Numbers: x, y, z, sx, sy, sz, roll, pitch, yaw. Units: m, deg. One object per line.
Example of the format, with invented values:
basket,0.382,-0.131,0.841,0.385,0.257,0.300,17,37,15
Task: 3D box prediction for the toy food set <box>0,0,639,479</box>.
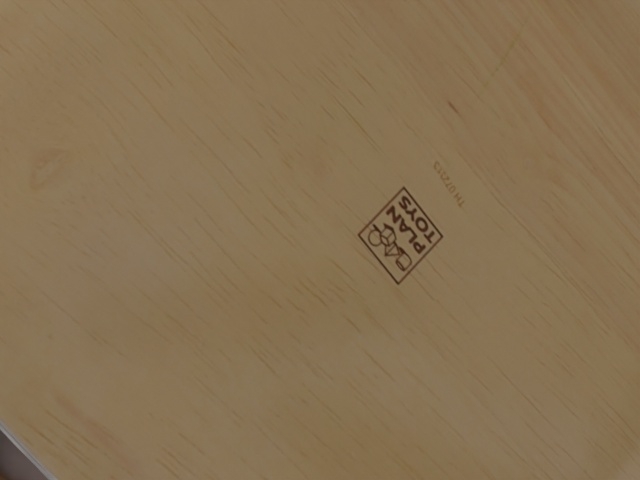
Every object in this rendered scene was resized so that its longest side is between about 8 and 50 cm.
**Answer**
toy food set,0.000,0.000,0.452,0.220,0.092,0.306,-46,108,-19
